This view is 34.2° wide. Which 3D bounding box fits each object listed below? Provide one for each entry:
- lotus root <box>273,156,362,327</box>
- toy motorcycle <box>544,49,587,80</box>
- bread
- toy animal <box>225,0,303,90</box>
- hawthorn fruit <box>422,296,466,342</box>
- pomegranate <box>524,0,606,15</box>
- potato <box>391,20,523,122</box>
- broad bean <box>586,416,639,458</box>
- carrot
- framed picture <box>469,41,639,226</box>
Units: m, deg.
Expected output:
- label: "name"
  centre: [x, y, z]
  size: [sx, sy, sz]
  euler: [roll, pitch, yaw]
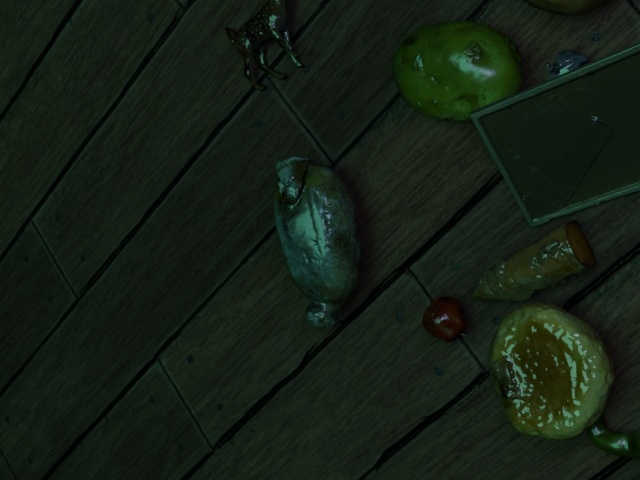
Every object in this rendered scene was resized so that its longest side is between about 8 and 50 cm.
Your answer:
- label: "lotus root"
  centre: [0.002, 0.000, 2.107]
  size: [0.175, 0.175, 0.350]
  euler: [-10, 92, 35]
- label: "toy motorcycle"
  centre: [0.412, -0.253, 1.850]
  size: [0.215, 0.080, 0.122]
  euler: [-35, 75, 33]
- label: "bread"
  centre: [0.412, 0.234, 1.855]
  size: [0.244, 0.134, 0.244]
  euler: [3, 94, 37]
- label: "toy animal"
  centre: [-0.115, -0.473, 2.192]
  size: [0.243, 0.087, 0.260]
  euler: [-31, 79, 31]
- label: "hawthorn fruit"
  centre: [0.243, 0.154, 1.998]
  size: [0.093, 0.093, 0.093]
  euler: [3, 95, 34]
- label: "pomegranate"
  centre: [0.407, -0.511, 1.727]
  size: [0.281, 0.281, 0.281]
  euler: [3, 95, 34]
- label: "potato"
  centre: [0.254, -0.310, 1.915]
  size: [0.253, 0.148, 0.186]
  euler: [24, 124, 29]
- label: "broad bean"
  centre: [0.558, 0.354, 1.812]
  size: [0.213, 0.048, 0.070]
  euler: [16, 103, 36]
- label: "carrot"
  centre: [0.374, 0.056, 1.903]
  size: [0.263, 0.102, 0.102]
  euler: [-30, 77, 38]
- label: "framed picture"
  centre: [0.458, -0.176, 1.794]
  size: [0.335, 0.022, 0.247]
  euler: [-21, 109, 34]
